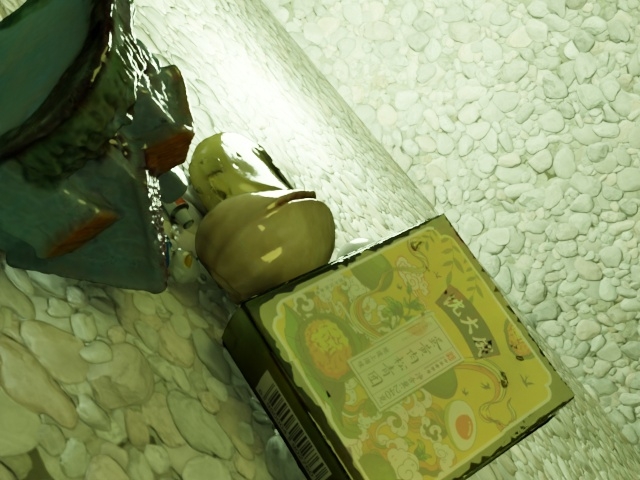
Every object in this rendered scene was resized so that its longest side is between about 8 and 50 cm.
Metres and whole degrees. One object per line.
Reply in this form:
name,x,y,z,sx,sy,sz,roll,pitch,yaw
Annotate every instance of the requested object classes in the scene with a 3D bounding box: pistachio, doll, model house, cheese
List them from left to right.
model house,-0.274,-0.109,0.983,0.339,0.297,0.360,49,15,-42
doll,-0.261,0.004,1.129,0.227,0.057,0.114,34,21,-31
cheese,-0.150,-0.098,1.474,0.259,0.128,0.316,43,13,0
pistachio,-0.081,0.001,1.268,0.193,0.214,0.318,41,31,12

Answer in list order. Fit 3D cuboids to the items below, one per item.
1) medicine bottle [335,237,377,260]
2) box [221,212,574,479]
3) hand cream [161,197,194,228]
medicine bottle,0.165,0.096,1.787,0.341,0.130,0.130,31,27,-45
box,0.120,0.196,1.165,0.420,0.138,0.373,-23,70,-29
hand cream,-0.283,-0.105,1.326,0.216,0.038,0.052,53,-8,20
